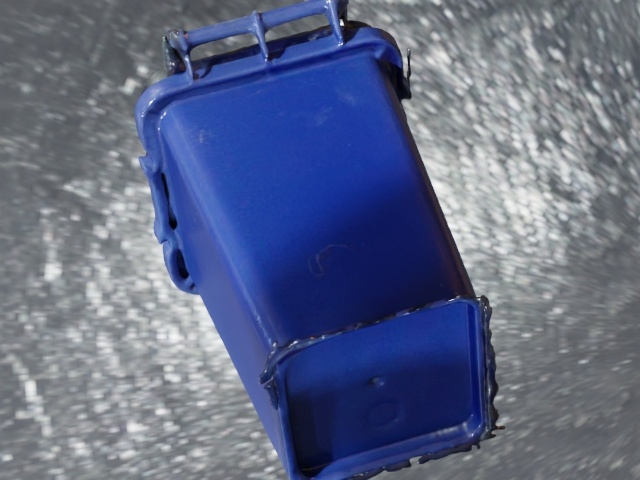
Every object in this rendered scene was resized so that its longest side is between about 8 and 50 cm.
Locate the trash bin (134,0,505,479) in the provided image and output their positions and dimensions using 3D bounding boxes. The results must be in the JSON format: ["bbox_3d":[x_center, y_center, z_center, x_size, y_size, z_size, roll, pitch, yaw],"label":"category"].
[{"bbox_3d":[0.000,0.000,1.050,0.162,0.184,0.234,-15,44,-8],"label":"trash bin"}]
